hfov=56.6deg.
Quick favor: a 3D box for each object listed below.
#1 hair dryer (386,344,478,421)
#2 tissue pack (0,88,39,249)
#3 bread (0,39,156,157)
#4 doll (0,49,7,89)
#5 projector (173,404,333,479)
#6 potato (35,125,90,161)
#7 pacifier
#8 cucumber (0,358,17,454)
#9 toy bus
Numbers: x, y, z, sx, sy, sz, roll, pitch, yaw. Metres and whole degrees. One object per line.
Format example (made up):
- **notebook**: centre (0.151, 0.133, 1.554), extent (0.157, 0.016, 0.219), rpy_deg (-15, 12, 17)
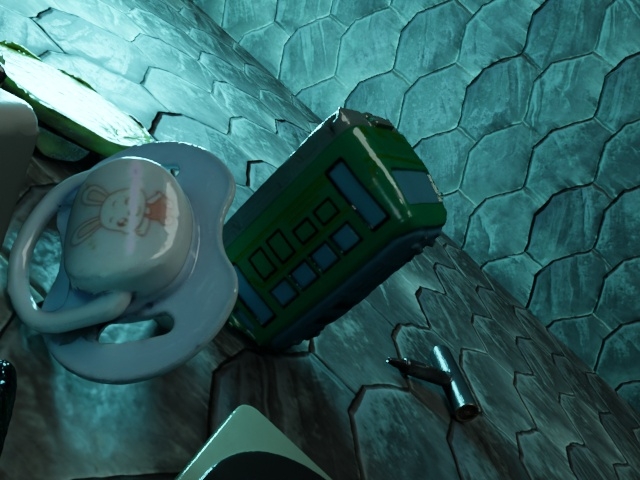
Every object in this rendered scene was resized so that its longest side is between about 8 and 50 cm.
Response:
- **hair dryer**: centre (0.193, 0.235, 1.113), extent (0.194, 0.050, 0.173), rpy_deg (31, 19, -20)
- **tissue pack**: centre (-0.288, 0.009, 0.321), extent (0.159, 0.246, 0.136), rpy_deg (27, 16, 5)
- **bread**: centre (-0.389, -0.213, 0.914), extent (0.301, 0.045, 0.301), rpy_deg (37, 9, -7)
- **doll**: centre (-0.485, -0.230, 0.678), extent (0.234, 0.135, 0.144), rpy_deg (33, 22, -34)
- **projector**: centre (-0.033, 0.292, 0.484), extent (0.259, 0.079, 0.257), rpy_deg (43, 19, 4)
- **potato**: centre (-0.375, -0.132, 0.832), extent (0.037, 0.036, 0.093), rpy_deg (18, -6, 35)
- **pacifier**: centre (-0.190, 0.036, 0.650), extent (0.226, 0.238, 0.287), rpy_deg (69, 8, -54)
- **cucumber**: centre (-0.256, 0.142, 0.455), extent (0.032, 0.032, 0.133), rpy_deg (30, 21, -30)
- **toy bus**: centre (0.000, 0.000, 0.813), extent (0.199, 0.343, 0.183), rpy_deg (55, 28, 13)
